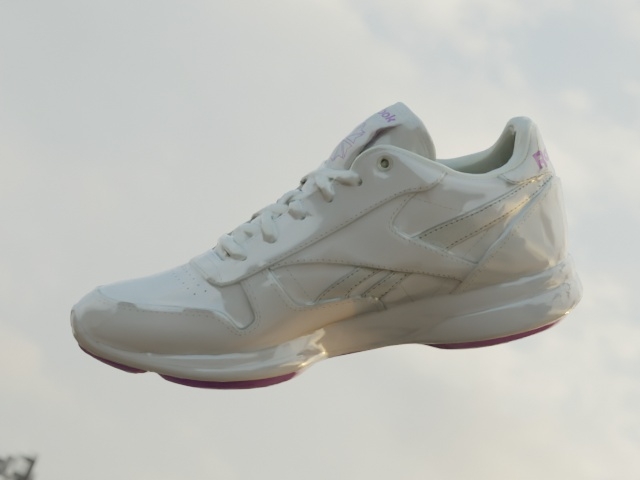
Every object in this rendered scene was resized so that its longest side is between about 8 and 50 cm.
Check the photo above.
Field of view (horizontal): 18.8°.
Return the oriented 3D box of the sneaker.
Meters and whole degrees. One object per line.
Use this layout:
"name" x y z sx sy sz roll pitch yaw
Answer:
"sneaker" 0.000 0.000 1.132 0.305 0.152 0.114 -10 13 -14
